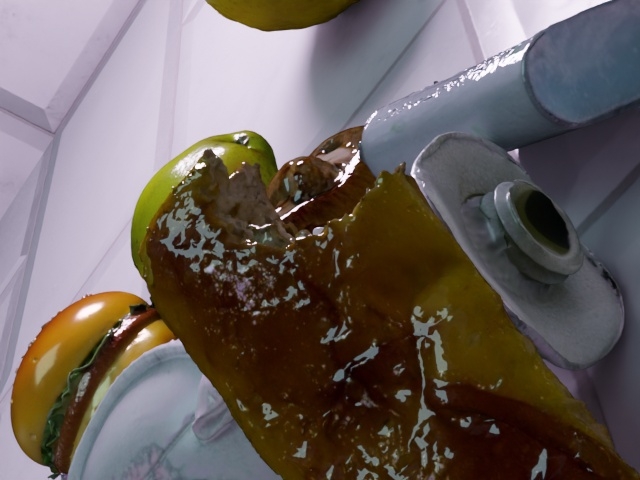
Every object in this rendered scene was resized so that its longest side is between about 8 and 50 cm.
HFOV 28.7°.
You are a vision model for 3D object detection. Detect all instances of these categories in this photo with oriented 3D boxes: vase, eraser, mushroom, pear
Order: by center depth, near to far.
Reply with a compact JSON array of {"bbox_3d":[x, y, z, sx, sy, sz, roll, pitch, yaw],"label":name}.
[{"bbox_3d":[0.010,0.118,0.936,0.445,0.250,0.250,-43,29,31],"label":"vase"},{"bbox_3d":[0.154,-0.112,0.970,0.174,0.081,0.227,-26,5,-29],"label":"eraser"},{"bbox_3d":[0.000,0.000,1.151,0.253,0.153,0.253,-40,6,5],"label":"mushroom"},{"bbox_3d":[-0.121,-0.028,1.449,0.220,0.187,0.187,-59,22,-5],"label":"pear"}]

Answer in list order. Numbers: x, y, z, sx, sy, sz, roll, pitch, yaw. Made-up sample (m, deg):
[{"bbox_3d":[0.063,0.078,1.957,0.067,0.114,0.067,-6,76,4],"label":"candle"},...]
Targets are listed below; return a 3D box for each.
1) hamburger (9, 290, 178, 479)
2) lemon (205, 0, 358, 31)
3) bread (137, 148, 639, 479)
[{"bbox_3d":[-0.252,0.166,1.423,0.246,0.170,0.246,-58,-11,-18],"label":"hamburger"},{"bbox_3d":[-0.052,-0.395,1.591,0.316,0.285,0.285,-23,44,55],"label":"lemon"},{"bbox_3d":[0.047,0.090,0.725,0.185,0.109,0.380,-45,72,24],"label":"bread"}]
